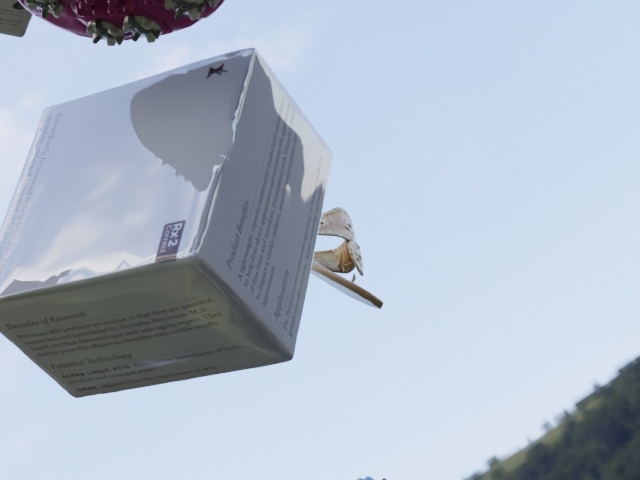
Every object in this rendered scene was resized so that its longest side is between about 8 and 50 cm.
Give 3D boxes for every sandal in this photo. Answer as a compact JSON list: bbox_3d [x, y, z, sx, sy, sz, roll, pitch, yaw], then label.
[{"bbox_3d":[-0.004,-0.003,1.450,0.088,0.240,0.079,35,-98,-37],"label":"sandal"}]

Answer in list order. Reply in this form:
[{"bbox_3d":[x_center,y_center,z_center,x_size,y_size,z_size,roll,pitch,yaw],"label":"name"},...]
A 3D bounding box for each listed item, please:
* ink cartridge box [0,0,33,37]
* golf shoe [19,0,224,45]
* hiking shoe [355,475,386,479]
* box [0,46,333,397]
[{"bbox_3d":[-0.458,-0.397,1.792,0.223,0.129,0.307,9,-20,-19],"label":"ink cartridge box"},{"bbox_3d":[-0.084,-0.222,0.863,0.115,0.140,0.306,27,-31,-33],"label":"golf shoe"},{"bbox_3d":[0.072,0.205,0.927,0.304,0.132,0.113,10,-54,-43],"label":"hiking shoe"},{"bbox_3d":[-0.106,-0.009,0.930,0.182,0.181,0.119,-12,-43,28],"label":"box"}]
